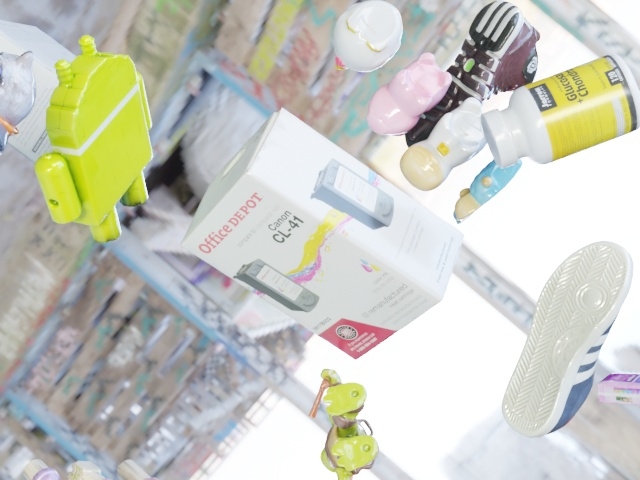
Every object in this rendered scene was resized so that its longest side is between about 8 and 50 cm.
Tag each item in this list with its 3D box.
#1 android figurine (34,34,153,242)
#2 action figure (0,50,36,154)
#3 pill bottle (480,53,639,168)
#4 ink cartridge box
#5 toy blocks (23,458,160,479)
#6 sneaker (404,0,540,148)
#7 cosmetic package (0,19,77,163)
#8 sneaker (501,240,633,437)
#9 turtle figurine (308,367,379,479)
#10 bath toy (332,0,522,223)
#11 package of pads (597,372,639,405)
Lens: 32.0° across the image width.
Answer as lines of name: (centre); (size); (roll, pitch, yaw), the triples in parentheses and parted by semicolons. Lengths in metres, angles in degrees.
android figurine: (-0.295, -0.137, 1.487); (0.248, 0.056, 0.273); (-62, 153, -43)
action figure: (-0.471, -0.141, 1.218); (0.330, 0.341, 0.178); (-21, 137, -15)
pill bottle: (0.300, -0.156, 1.397); (0.184, 0.103, 0.103); (-21, 176, 1)
ink cartridge box: (0.000, 0.000, 1.494); (0.226, 0.306, 0.131); (-42, -160, 50)
toy blocks: (-0.427, 0.579, 2.053); (0.309, 0.260, 0.288); (16, 100, -48)
sneaker: (0.267, -0.237, 1.805); (0.162, 0.106, 0.281); (16, 116, -49)
cosmetic package: (-0.434, -0.224, 1.729); (0.138, 0.224, 0.224); (-53, 176, 10)
sneaker: (0.422, 0.167, 1.865); (0.148, 0.131, 0.350); (23, 97, -57)
turtle figurine: (0.032, 0.283, 1.477); (0.217, 0.087, 0.269); (105, -10, -66)
bath toy: (0.135, -0.190, 1.641); (0.151, 0.348, 0.129); (-36, 175, -18)
package of pads: (0.410, 0.194, 1.458); (0.083, 0.032, 0.050); (-3, -169, 40)
